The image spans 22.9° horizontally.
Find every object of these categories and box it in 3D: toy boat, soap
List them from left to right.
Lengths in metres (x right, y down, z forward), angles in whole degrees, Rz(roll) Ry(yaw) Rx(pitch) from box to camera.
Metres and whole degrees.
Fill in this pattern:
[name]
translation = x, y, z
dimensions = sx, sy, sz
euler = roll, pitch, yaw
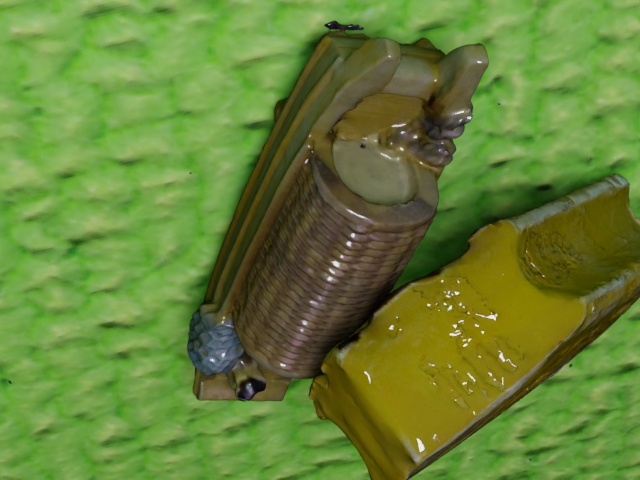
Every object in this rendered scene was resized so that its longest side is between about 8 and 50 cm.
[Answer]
[toy boat]
translation = 0.000, 0.000, 0.882
dimensions = 0.089, 0.115, 0.310
euler = 7, 134, -25
[soap]
translation = 0.096, 0.052, 0.900
dimensions = 0.160, 0.080, 0.257
euler = -48, 167, 29
